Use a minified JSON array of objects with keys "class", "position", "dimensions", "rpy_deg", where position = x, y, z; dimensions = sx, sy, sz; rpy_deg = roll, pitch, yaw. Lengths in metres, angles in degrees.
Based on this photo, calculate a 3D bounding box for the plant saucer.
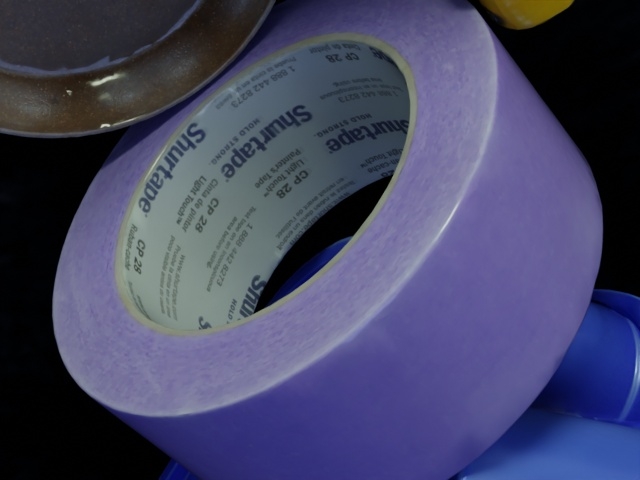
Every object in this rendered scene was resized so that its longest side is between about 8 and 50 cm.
[{"class":"plant saucer","position":[-0.091,-0.116,0.488],"dimensions":[0.168,0.029,0.169],"rpy_deg":[-10,125,-14]}]

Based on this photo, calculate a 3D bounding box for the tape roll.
[{"class":"tape roll","position":[0.000,0.000,0.502],"dimensions":[0.189,0.189,0.080],"rpy_deg":[-40,128,8]}]

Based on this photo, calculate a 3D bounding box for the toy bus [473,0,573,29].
[{"class":"toy bus","position":[0.155,-0.222,0.462],"dimensions":[0.332,0.108,0.130],"rpy_deg":[-37,128,5]}]

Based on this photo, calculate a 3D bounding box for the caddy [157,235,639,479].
[{"class":"caddy","position":[0.040,0.166,0.601],"dimensions":[0.179,0.241,0.341],"rpy_deg":[20,114,-27]}]
